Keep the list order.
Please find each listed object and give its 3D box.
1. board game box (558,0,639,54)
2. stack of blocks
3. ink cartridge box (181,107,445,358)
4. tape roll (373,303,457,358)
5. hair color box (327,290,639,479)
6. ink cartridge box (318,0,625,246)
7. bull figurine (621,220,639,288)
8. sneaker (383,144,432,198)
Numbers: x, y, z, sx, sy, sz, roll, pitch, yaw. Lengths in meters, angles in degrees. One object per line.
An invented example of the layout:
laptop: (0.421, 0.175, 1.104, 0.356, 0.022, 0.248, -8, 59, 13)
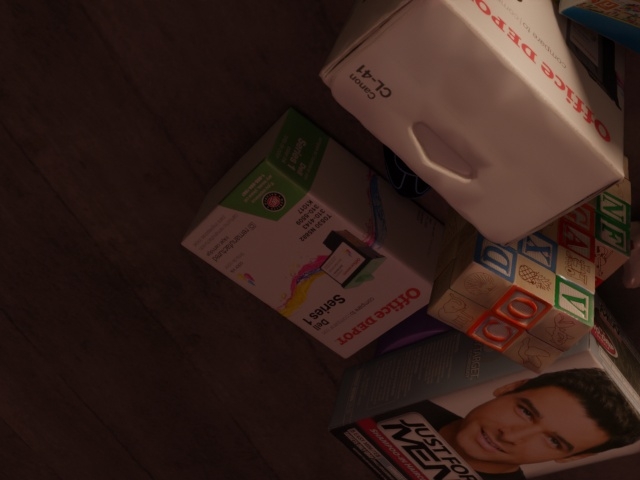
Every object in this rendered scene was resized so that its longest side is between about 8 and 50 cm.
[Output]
board game box: (0.364, -0.206, 0.626, 0.224, 0.098, 0.303, 17, 170, -26)
stack of blocks: (0.224, -0.012, 0.906, 0.171, 0.297, 0.087, 28, 133, -6)
ink cartridge box: (0.000, 0.000, 1.113, 0.278, 0.117, 0.201, 37, 131, -16)
tape roll: (0.210, 0.191, 1.238, 0.274, 0.090, 0.275, 8, 132, 9)
hair color box: (0.215, 0.208, 1.112, 0.374, 0.114, 0.185, -26, 119, 33)
ink cartridge box: (0.152, -0.182, 0.770, 0.226, 0.306, 0.131, 39, 131, -18)
bull figurine: (0.474, 0.009, 0.942, 0.310, 0.101, 0.188, -34, 70, 30)
sneaker: (0.108, -0.127, 0.982, 0.081, 0.090, 0.232, 11, 133, 8)
